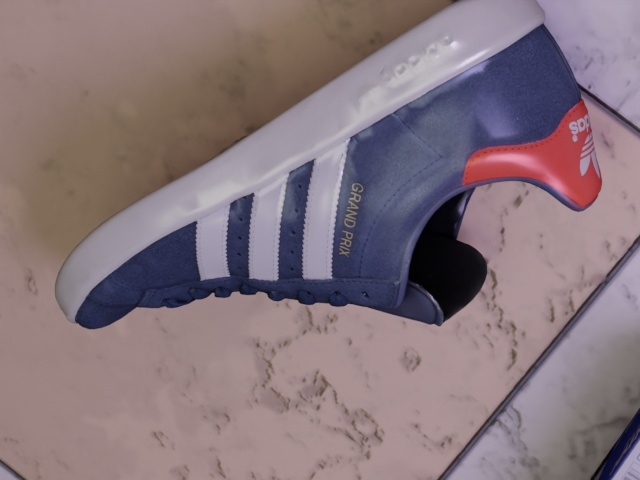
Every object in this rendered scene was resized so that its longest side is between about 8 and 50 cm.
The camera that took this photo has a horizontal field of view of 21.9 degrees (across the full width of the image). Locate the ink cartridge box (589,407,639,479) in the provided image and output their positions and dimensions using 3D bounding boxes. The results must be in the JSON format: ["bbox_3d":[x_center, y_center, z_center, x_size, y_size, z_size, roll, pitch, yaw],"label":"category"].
[{"bbox_3d":[0.174,0.153,0.944,0.046,0.097,0.207,32,122,8],"label":"ink cartridge box"}]

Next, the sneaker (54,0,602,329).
[{"bbox_3d":[0.000,0.000,0.930,0.350,0.131,0.148,-29,95,32],"label":"sneaker"}]
